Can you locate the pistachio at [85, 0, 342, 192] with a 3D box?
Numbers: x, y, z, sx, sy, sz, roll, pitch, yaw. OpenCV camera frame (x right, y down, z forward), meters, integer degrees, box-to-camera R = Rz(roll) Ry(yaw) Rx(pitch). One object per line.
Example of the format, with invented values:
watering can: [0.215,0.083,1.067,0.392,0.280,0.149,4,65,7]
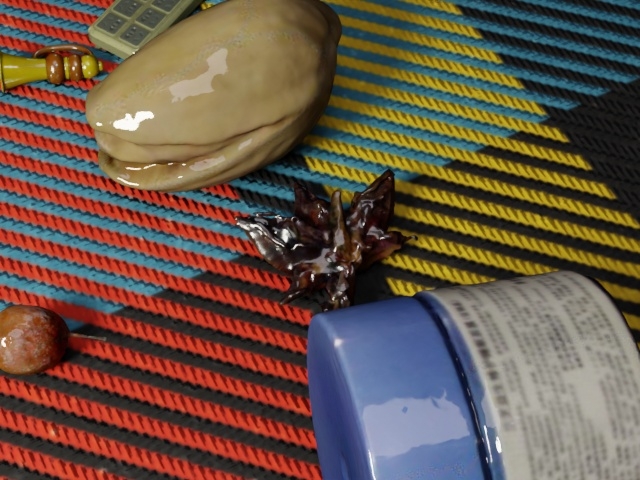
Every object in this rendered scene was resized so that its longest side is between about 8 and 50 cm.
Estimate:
pistachio: [-0.095,-0.153,1.093,0.293,0.162,0.181,-36,49,-19]

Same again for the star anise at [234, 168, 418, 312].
star anise: [-0.001,0.002,1.062,0.157,0.053,0.212,29,63,13]

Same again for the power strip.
power strip: [-0.185,-0.269,1.237,0.076,0.028,0.169,27,60,14]

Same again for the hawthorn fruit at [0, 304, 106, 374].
hawthorn fruit: [-0.246,0.087,0.988,0.103,0.067,0.067,-7,58,-10]

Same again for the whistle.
whistle: [-0.291,-0.187,1.182,0.109,0.057,0.046,-8,103,-18]

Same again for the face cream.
face cream: [0.122,0.159,0.854,0.225,0.249,0.249,-9,59,-8]
